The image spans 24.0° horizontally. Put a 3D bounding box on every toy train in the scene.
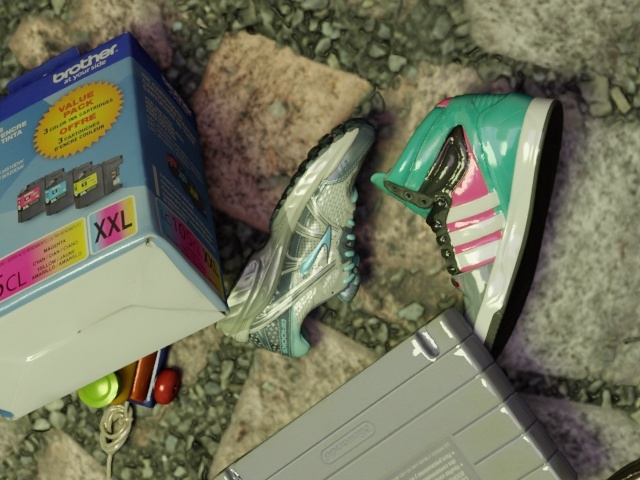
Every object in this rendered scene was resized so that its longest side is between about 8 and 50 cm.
[{"bbox_3d":[-0.226,0.161,1.662,0.105,0.143,0.248,15,96,12],"label":"toy train"}]

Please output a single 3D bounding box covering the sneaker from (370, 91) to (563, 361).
[{"bbox_3d":[0.138,-0.023,1.587,0.178,0.124,0.295,16,106,20],"label":"sneaker"}]

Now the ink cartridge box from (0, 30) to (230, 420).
[{"bbox_3d":[-0.267,-0.042,1.590,0.270,0.395,0.151,-26,131,12],"label":"ink cartridge box"}]

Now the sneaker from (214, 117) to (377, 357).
[{"bbox_3d":[0.000,0.000,1.640,0.122,0.110,0.283,29,105,-4],"label":"sneaker"}]

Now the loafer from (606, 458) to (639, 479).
[{"bbox_3d":[0.383,0.256,1.565,0.220,0.078,0.080,-25,87,12],"label":"loafer"}]

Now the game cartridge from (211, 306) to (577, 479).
[{"bbox_3d":[0.074,0.257,1.610,0.355,0.068,0.230,-38,89,26],"label":"game cartridge"}]
